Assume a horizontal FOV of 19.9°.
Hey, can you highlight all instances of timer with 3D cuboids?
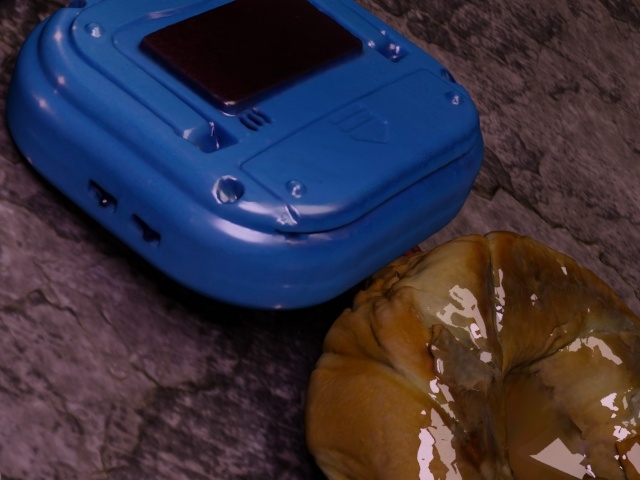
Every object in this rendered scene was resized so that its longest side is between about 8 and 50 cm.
[{"bbox_3d":[-0.050,-0.097,1.396,0.309,0.115,0.340,37,39,19],"label":"timer"}]

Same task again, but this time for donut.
[{"bbox_3d":[0.144,0.164,1.376,0.360,0.170,0.360,23,55,-37],"label":"donut"}]

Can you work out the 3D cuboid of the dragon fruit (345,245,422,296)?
[{"bbox_3d":[0.000,0.000,1.485,0.162,0.083,0.106,52,42,5],"label":"dragon fruit"}]
